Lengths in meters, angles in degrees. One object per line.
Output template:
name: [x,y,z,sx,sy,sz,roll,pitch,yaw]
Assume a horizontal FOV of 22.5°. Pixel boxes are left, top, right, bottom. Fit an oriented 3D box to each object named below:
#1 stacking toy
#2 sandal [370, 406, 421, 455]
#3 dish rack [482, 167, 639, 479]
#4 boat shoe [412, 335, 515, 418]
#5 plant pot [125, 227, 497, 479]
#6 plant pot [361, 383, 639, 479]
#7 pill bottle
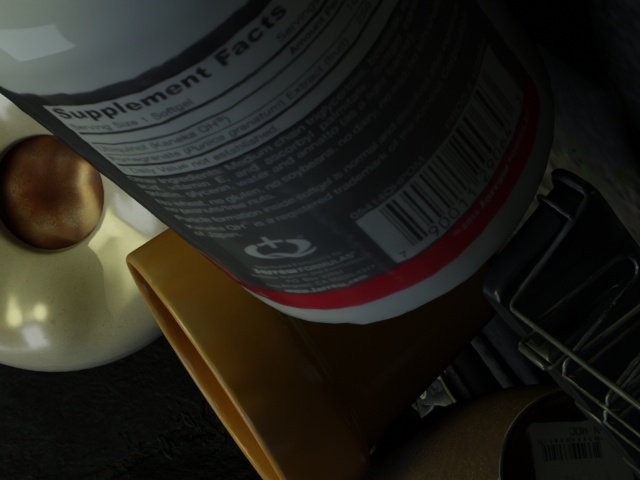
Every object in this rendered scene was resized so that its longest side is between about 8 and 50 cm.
stacking toy: [-0.242,-0.073,1.736,0.350,0.350,0.480,53,-171,-3]
sandal: [0.095,0.150,1.329,0.303,0.086,0.120,38,-134,-57]
dish rack: [0.186,0.100,0.649,0.208,0.074,0.271,46,178,-35]
boat shoe: [0.104,0.114,1.199,0.228,0.068,0.081,49,170,19]
plant pot: [0.007,0.045,1.045,0.205,0.188,0.205,54,170,14]
plant pot: [0.129,0.174,0.984,0.215,0.215,0.230,50,158,13]
pill bottle: [-0.044,-0.105,0.618,0.176,0.176,0.318,45,-179,39]
